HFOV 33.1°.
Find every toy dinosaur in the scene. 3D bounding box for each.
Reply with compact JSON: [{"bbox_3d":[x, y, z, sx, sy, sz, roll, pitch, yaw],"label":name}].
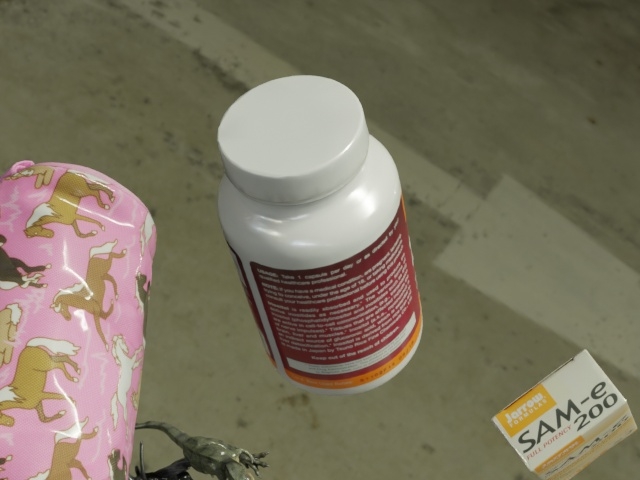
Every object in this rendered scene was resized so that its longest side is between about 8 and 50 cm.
[{"bbox_3d":[-0.147,0.288,1.437,0.268,0.064,0.118,14,-10,43],"label":"toy dinosaur"}]

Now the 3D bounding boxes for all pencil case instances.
[{"bbox_3d":[-0.233,0.125,0.875,0.160,0.167,0.386,-1,58,9],"label":"pencil case"}]

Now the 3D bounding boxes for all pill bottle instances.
[{"bbox_3d":[0.000,0.000,0.514,0.086,0.152,0.086,-6,48,7],"label":"pill bottle"}]

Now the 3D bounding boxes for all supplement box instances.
[{"bbox_3d":[0.136,0.101,0.589,0.036,0.062,0.098,54,5,26],"label":"supplement box"}]

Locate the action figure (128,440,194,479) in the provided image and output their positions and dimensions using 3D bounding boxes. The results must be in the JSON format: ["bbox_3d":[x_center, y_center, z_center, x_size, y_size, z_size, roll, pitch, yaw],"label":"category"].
[{"bbox_3d":[-0.201,0.414,1.506,0.276,0.164,0.141,63,-7,-29],"label":"action figure"}]
